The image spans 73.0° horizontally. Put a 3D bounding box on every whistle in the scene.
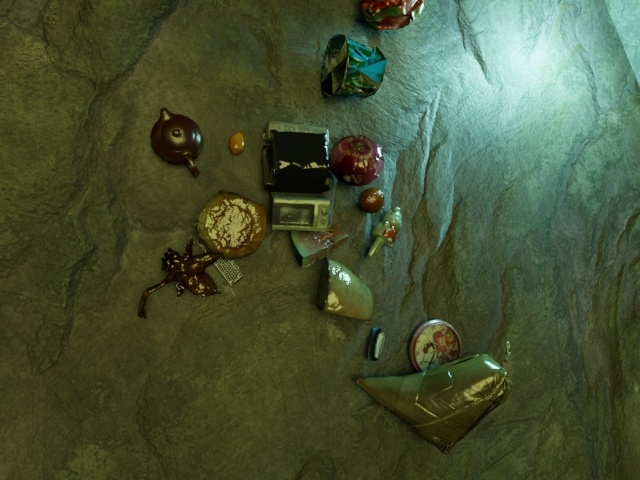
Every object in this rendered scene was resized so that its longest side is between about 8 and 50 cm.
[{"bbox_3d":[0.261,-0.033,1.738,0.253,0.105,0.102,-54,126,-20],"label":"whistle"}]

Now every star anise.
[{"bbox_3d":[-0.476,0.138,1.468,0.346,0.148,0.237,-37,95,-10],"label":"star anise"}]

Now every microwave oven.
[{"bbox_3d":[-0.081,-0.101,1.583,0.204,0.163,0.129,2,104,-11],"label":"microwave oven"}]

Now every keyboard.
[{"bbox_3d":[-0.364,0.071,1.583,0.067,0.011,0.202,-38,98,-17],"label":"keyboard"}]

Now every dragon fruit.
[{"bbox_3d":[0.294,-0.982,1.760,0.302,0.231,0.237,-31,107,-7],"label":"dragon fruit"}]

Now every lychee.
[{"bbox_3d":[0.208,-0.157,1.741,0.101,0.140,0.114,13,103,19],"label":"lychee"}]

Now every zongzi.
[{"bbox_3d":[0.453,0.512,1.630,0.467,0.218,0.500,37,104,-12],"label":"zongzi"}]

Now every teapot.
[{"bbox_3d":[-0.492,-0.340,1.511,0.178,0.135,0.252,-29,94,-13],"label":"teapot"}]

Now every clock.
[{"bbox_3d":[0.479,0.452,1.798,0.244,0.056,0.245,1,88,-18],"label":"clock"}]

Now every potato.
[{"bbox_3d":[0.123,0.191,1.634,0.264,0.189,0.211,18,80,-16],"label":"potato"}]

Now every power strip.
[{"bbox_3d":[-0.088,-0.409,1.684,0.272,0.052,0.078,3,84,-17],"label":"power strip"}]

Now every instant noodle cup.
[{"bbox_3d":[0.127,-0.668,1.694,0.178,0.240,0.240,0,86,-26],"label":"instant noodle cup"}]

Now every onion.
[{"bbox_3d":[0.131,-0.300,1.671,0.207,0.200,0.200,44,75,-7],"label":"onion"}]

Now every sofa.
[{"bbox_3d":[-0.090,-0.286,1.638,0.258,0.182,0.200,-1,70,-15],"label":"sofa"}]

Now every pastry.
[{"bbox_3d":[-0.316,-0.051,1.550,0.257,0.121,0.236,22,83,-23],"label":"pastry"}]

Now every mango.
[{"bbox_3d":[-0.311,-0.366,1.617,0.060,0.046,0.089,22,67,-17],"label":"mango"}]

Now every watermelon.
[{"bbox_3d":[0.000,0.000,1.672,0.241,0.094,0.154,-14,62,-23],"label":"watermelon"}]

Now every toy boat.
[{"bbox_3d":[0.217,0.409,1.716,0.060,0.061,0.137,20,72,-24],"label":"toy boat"}]
